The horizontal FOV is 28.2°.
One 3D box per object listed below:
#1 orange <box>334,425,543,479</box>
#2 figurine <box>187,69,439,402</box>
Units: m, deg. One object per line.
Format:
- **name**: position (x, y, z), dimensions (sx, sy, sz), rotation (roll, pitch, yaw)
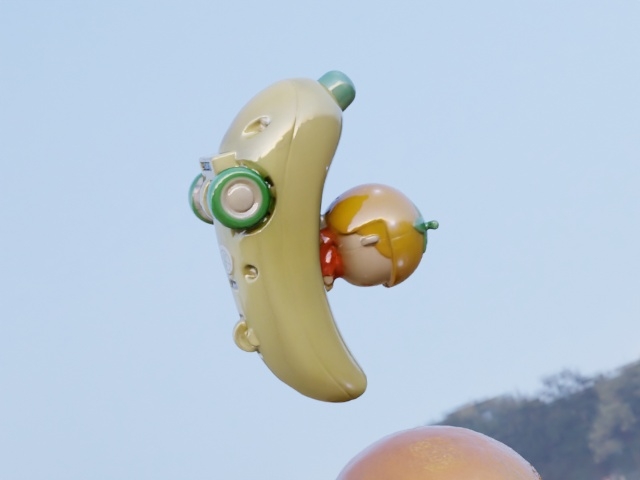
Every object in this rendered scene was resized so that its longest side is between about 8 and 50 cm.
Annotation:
- **orange**: position (0.138, 0.364, 1.451), dimensions (0.312, 0.312, 0.312), rotation (-17, -20, -6)
- **figurine**: position (0.000, 0.000, 1.258), dimensions (0.222, 0.325, 0.124), rotation (-17, 7, -17)
